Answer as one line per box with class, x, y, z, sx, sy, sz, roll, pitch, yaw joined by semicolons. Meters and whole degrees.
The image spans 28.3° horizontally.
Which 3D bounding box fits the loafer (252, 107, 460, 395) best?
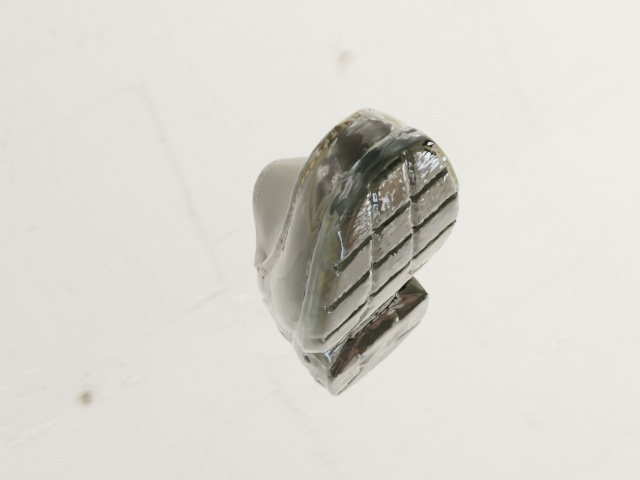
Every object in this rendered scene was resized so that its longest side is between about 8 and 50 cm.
loafer;0.000;0.000;0.398;0.062;0.170;0.061;-39;-105;-17
